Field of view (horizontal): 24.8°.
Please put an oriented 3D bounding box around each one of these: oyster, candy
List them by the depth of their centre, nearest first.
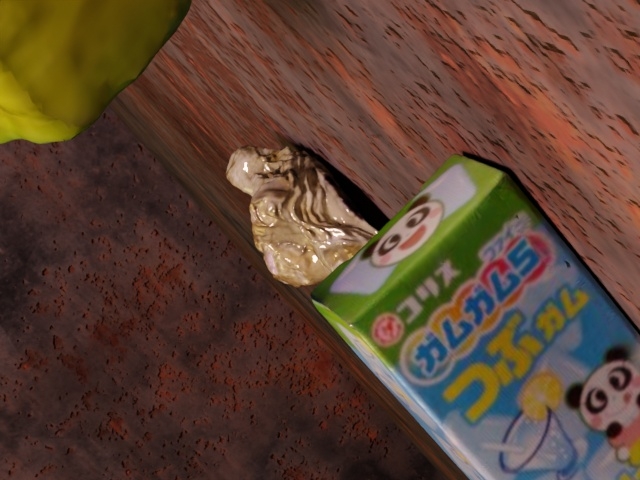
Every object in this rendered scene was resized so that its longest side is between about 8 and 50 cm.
[{"bbox_3d":[0.094,0.064,0.657,0.194,0.097,0.062,48,175,-21],"label":"candy"},{"bbox_3d":[0.000,0.000,1.014,0.191,0.081,0.163,46,180,39],"label":"oyster"}]

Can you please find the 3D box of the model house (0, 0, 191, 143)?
[{"bbox_3d":[-0.193,-0.176,0.567,0.303,0.215,0.237,38,170,35],"label":"model house"}]
